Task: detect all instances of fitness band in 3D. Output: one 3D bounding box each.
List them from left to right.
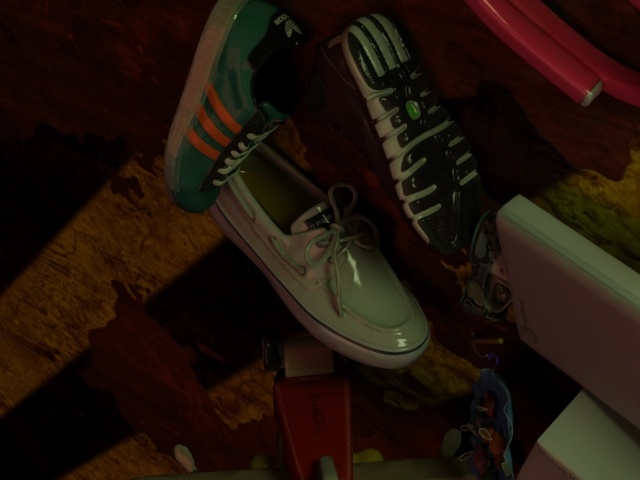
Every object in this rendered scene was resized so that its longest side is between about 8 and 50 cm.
[{"bbox_3d":[0.231,-0.224,1.433,0.291,0.054,0.209,40,160,3],"label":"fitness band"}]

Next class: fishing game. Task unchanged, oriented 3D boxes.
[{"bbox_3d":[0.195,0.245,1.866,0.189,0.041,0.264,-173,83,-81],"label":"fishing game"}]

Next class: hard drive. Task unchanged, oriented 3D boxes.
[{"bbox_3d":[0.333,0.119,1.636,0.353,0.047,0.233,39,158,38],"label":"hard drive"}]

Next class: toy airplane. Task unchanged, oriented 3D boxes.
[{"bbox_3d":[0.002,0.317,2.031,0.386,0.384,0.272,25,131,31],"label":"toy airplane"}]

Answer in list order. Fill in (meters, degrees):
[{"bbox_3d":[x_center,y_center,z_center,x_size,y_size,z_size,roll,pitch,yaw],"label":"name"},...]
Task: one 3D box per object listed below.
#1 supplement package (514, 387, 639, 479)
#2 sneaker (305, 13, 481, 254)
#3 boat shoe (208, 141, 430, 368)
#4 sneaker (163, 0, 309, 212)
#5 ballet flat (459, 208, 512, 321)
[{"bbox_3d":[0.340,0.291,1.809,0.194,0.149,0.203,38,148,17],"label":"supplement package"},{"bbox_3d":[0.073,-0.115,1.763,0.162,0.106,0.281,-5,110,59],"label":"sneaker"},{"bbox_3d":[0.005,-0.005,1.938,0.367,0.136,0.156,46,147,23],"label":"boat shoe"},{"bbox_3d":[-0.100,-0.145,1.869,0.121,0.108,0.302,28,125,14],"label":"sneaker"},{"bbox_3d":[0.204,0.032,1.783,0.070,0.070,0.188,36,156,19],"label":"ballet flat"}]
